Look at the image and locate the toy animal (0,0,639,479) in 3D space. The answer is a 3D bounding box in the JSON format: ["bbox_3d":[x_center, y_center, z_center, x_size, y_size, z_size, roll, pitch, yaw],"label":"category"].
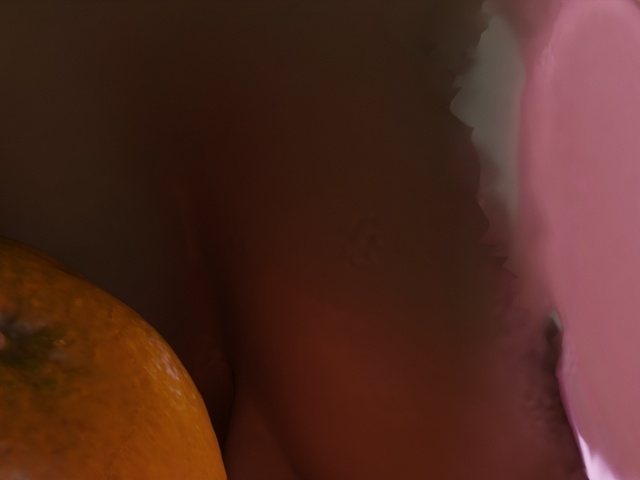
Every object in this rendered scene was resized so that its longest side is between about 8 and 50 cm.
[{"bbox_3d":[-0.003,0.001,0.574,0.195,0.256,0.213,-21,107,-59],"label":"toy animal"}]

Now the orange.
[{"bbox_3d":[-0.099,0.072,0.448,0.159,0.136,0.159,22,29,-13],"label":"orange"}]
